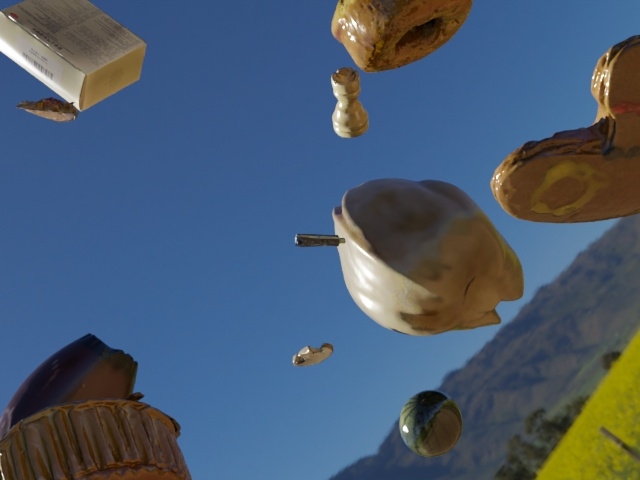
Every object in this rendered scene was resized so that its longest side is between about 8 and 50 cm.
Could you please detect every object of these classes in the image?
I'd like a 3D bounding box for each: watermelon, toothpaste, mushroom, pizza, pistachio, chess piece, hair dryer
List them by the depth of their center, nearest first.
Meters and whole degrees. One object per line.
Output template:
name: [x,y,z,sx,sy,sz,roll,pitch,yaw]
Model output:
hair dryer: [-0.342,0.278,1.074,0.313,0.123,0.340,-56,-3,-16]
pizza: [-0.354,-0.176,1.103,0.078,0.083,0.025,11,-95,-28]
toothpaste: [0.000,0.000,1.351,0.083,0.019,0.027,0,-50,-16]
watermelon: [0.184,0.309,1.397,0.105,0.105,0.133,-43,-44,-24]
mushroom: [-0.012,0.199,1.486,0.049,0.019,0.101,20,-35,-36]
chess piece: [0.048,-0.246,1.502,0.066,0.066,0.122,-44,-33,-23]
pistachio: [0.188,0.024,1.523,0.282,0.365,0.445,-59,2,15]

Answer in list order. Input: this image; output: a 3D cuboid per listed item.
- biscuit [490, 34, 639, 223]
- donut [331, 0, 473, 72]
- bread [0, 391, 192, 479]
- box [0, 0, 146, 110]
biscuit: [0.345,-0.121,0.964,0.262,0.052,0.277,-2,-43,-16]
donut: [0.127,-0.356,1.313,0.226,0.114,0.226,-27,-12,-6]
bread: [-0.204,0.231,0.728,0.199,0.104,0.199,-17,-43,-16]
box: [-0.458,-0.358,1.563,0.168,0.212,0.095,-43,-14,-45]
